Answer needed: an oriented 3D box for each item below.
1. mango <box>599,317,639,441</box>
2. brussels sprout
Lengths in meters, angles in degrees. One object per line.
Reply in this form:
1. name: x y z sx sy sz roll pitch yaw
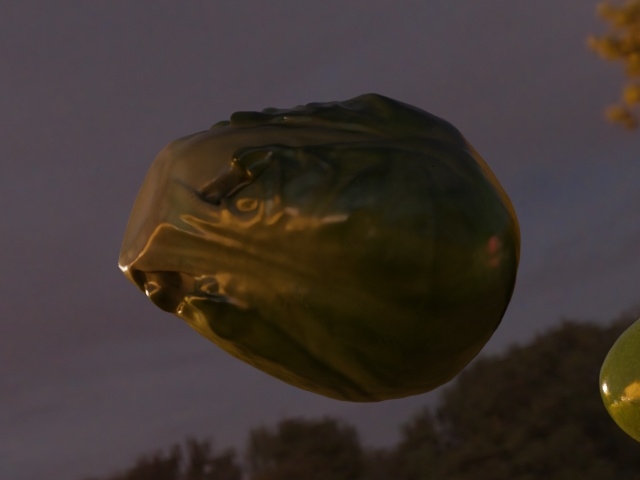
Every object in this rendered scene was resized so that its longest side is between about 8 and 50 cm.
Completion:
1. mango: 0.347 0.065 1.511 0.293 0.175 0.143 -42 -40 24
2. brussels sprout: 0.000 0.000 1.323 0.271 0.210 0.219 13 29 -3
